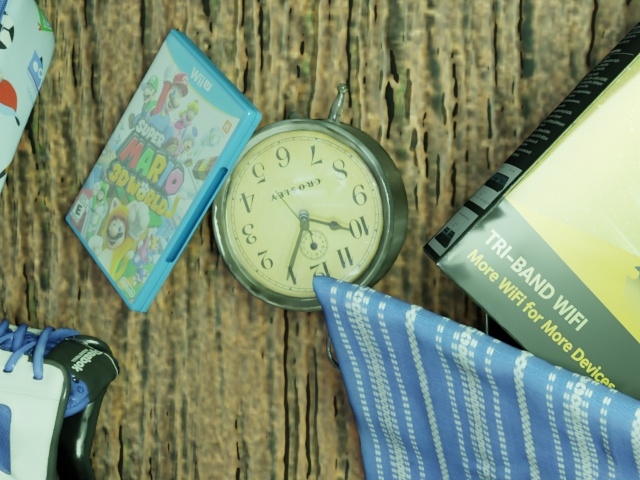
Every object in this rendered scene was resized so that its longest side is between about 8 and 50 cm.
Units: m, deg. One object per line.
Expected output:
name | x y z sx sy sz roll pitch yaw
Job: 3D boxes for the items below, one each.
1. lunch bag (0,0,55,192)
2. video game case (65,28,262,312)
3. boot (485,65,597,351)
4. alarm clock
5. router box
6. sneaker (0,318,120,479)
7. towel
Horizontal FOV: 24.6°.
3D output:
lunch bag | -0.342 -0.103 1.019 0.303 0.115 0.243 1 51 17
video game case | -0.114 -0.050 1.032 0.166 0.015 0.119 -58 46 17
boot | 0.160 -0.007 0.933 0.082 0.106 0.219 17 100 16
alarm clock | 0.000 0.000 1.007 0.129 0.064 0.192 -17 86 18
router box | 0.253 0.026 0.854 0.309 0.081 0.243 43 93 -6
sneaker | -0.251 0.088 1.076 0.182 0.127 0.316 -28 93 14
towel | 0.149 0.158 0.868 0.336 0.040 0.243 22 146 30
